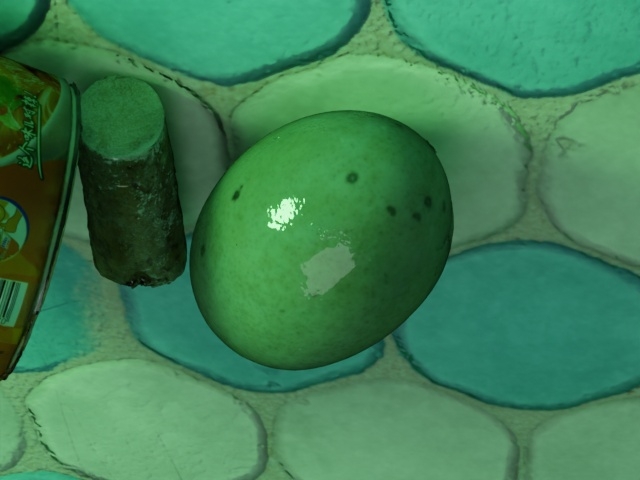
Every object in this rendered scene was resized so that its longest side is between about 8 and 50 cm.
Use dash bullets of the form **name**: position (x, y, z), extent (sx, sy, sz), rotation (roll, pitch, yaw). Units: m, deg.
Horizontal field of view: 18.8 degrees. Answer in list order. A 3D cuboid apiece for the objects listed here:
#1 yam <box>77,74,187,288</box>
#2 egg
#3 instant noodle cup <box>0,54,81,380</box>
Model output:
- **yam**: position (-0.142, -0.039, 1.461), extent (0.078, 0.078, 0.179), rotation (6, 140, 5)
- **egg**: position (0.000, 0.000, 1.399), extent (0.169, 0.169, 0.236), rotation (30, 140, -22)
- **instant noodle cup**: position (-0.303, -0.026, 1.367), extent (0.214, 0.296, 0.296), rotation (15, 142, -18)
